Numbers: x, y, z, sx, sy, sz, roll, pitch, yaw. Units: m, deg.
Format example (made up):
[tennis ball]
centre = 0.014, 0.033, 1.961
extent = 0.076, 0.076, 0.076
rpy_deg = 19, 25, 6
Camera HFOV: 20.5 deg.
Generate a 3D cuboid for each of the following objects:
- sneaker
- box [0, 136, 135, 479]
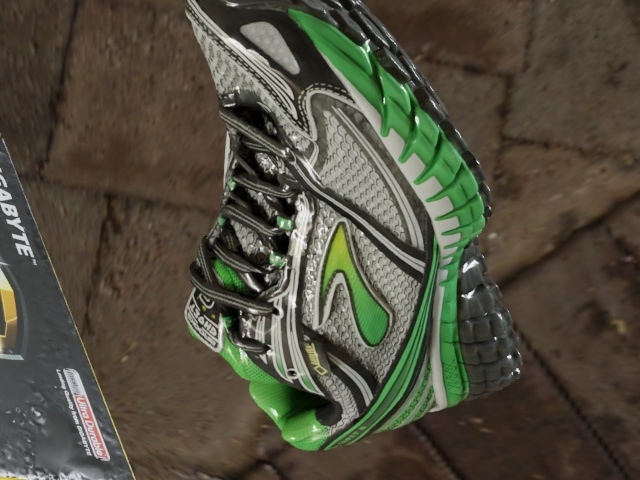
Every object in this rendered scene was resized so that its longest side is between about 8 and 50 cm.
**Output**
[sneaker]
centre = 0.000, 0.000, 0.848
extent = 0.146, 0.343, 0.134
rpy_deg = -29, 49, -8
[box]
centre = -0.277, 0.042, 1.127
extent = 0.079, 0.257, 0.322
rpy_deg = -45, 53, 28
